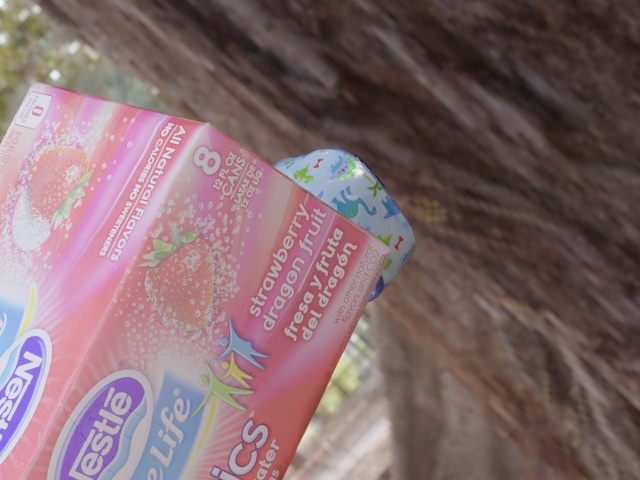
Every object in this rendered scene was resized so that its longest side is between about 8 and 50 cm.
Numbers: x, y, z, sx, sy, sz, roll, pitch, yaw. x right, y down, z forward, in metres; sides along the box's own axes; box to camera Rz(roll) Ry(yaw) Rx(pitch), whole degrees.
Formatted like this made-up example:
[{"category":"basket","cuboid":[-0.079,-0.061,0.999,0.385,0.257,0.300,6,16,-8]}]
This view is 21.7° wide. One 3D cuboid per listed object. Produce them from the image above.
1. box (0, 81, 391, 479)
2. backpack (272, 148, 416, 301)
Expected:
[{"category":"box","cuboid":[-0.116,0.093,0.799,0.154,0.142,0.300,18,78,48]},{"category":"backpack","cuboid":[0.000,0.000,1.071,0.084,0.105,0.114,-47,14,-27]}]
